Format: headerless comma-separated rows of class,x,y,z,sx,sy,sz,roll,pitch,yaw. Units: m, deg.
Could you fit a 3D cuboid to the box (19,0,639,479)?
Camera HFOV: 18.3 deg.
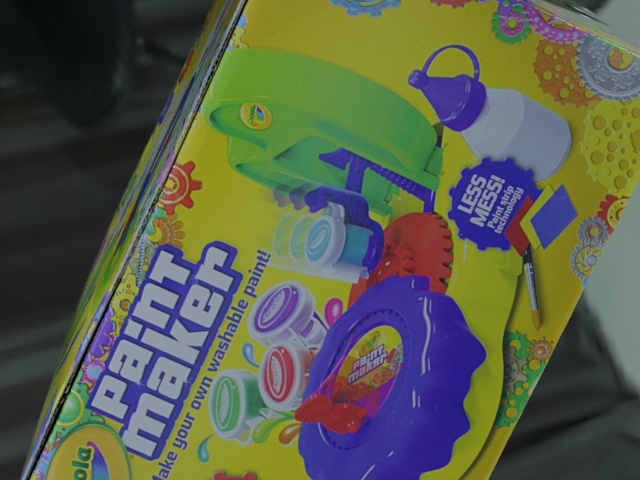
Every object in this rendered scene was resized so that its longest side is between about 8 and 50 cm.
box,0.000,0.000,0.910,0.279,0.177,0.290,-96,31,-77
